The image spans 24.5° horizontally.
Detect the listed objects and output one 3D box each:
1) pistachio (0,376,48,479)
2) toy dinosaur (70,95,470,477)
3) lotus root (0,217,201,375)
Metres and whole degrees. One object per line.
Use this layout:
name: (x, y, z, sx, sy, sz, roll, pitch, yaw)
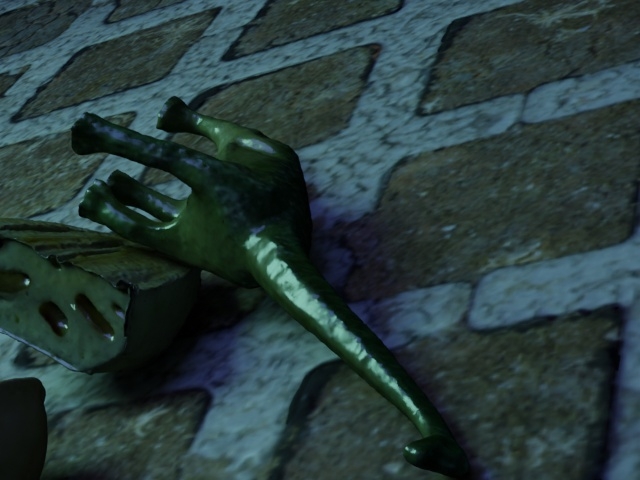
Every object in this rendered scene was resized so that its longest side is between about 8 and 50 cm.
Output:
pistachio: (-0.224, 0.131, 0.768, 0.130, 0.131, 0.206, 29, 41, 6)
toy dinosaur: (0.000, 0.000, 0.908, 0.301, 0.087, 0.447, 21, 18, 13)
lotus root: (-0.140, 0.035, 0.932, 0.143, 0.070, 0.144, 21, 14, 31)
